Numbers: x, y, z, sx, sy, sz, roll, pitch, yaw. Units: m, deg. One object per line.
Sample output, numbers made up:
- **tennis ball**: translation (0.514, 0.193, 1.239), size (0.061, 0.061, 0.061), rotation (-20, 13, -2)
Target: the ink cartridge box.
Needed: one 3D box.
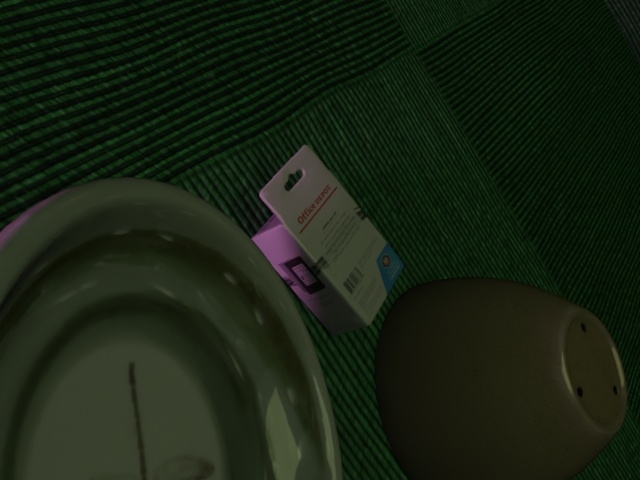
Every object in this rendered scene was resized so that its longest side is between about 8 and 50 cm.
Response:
- **ink cartridge box**: translation (0.000, 0.000, 0.666), size (0.180, 0.060, 0.104), rotation (51, 48, -14)

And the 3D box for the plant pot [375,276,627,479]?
- **plant pot**: translation (0.230, 0.164, 0.715), size (0.284, 0.191, 0.284), rotation (17, 62, -37)

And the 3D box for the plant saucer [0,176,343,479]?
- **plant saucer**: translation (-0.110, 0.160, 0.421), size (0.400, 0.100, 0.401), rotation (47, 34, -48)
